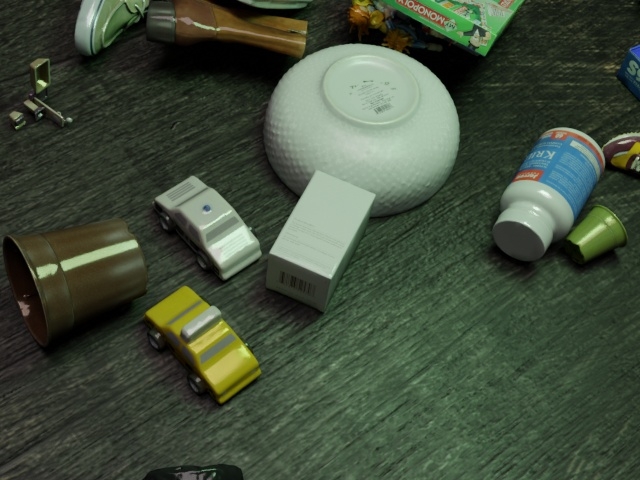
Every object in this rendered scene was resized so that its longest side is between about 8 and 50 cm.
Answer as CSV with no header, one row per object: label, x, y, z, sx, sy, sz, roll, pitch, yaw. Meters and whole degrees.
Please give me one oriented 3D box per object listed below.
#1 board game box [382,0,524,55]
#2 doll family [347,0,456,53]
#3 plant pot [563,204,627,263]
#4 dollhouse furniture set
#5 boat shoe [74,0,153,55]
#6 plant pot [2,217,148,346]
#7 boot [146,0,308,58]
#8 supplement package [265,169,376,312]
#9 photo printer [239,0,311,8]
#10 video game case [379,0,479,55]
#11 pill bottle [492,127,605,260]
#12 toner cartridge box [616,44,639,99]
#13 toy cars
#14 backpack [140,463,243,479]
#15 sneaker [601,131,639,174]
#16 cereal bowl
board game box,0.241,-0.435,1.766,0.214,0.046,0.317,30,30,6
doll family,0.140,-0.400,1.803,0.263,0.118,0.163,33,28,10
plant pot,0.443,-0.003,1.606,0.079,0.083,0.083,-33,65,-13
dollhouse furniture set,-0.456,-0.230,1.617,0.081,0.114,0.091,36,57,11
boat shoe,-0.354,-0.442,1.778,0.094,0.109,0.302,17,53,2
plant pot,-0.349,0.049,1.421,0.165,0.167,0.167,-19,60,-28
boot,-0.159,-0.412,1.761,0.281,0.096,0.264,4,26,-7
supplement package,0.000,0.000,1.523,0.105,0.105,0.179,23,57,9
photo printer,-0.180,-0.523,1.787,0.308,0.107,0.256,28,22,18
video game case,0.256,-0.476,1.929,0.227,0.026,0.206,30,57,11
pill bottle,0.370,-0.073,1.609,0.124,0.124,0.221,29,56,12
toner cartridge box,0.721,-0.235,1.795,0.165,0.075,0.347,-23,62,-21
toy cars,-0.175,0.050,1.477,0.177,0.087,0.393,2,56,-6
backpack,-0.158,0.379,1.241,0.152,0.115,0.181,-2,59,-12
sneaker,0.582,-0.135,1.713,0.186,0.069,0.083,2,51,-5
cereal bowl,0.076,-0.212,1.657,0.339,0.141,0.338,4,55,-5
